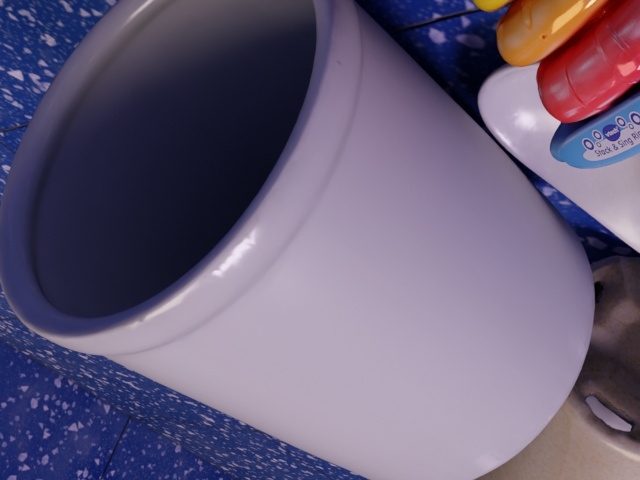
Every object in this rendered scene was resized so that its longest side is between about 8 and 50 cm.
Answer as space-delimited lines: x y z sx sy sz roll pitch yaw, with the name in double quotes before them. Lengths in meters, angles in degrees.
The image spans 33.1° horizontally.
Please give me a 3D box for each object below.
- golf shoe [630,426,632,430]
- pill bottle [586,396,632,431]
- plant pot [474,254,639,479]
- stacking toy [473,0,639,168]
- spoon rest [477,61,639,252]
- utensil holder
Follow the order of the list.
"golf shoe" 0.455 0.253 1.301 0.186 0.067 0.086 24 118 -11
"pill bottle" 0.335 0.362 1.489 0.224 0.224 0.392 20 157 6
"plant pot" 0.305 0.183 1.068 0.334 0.334 0.305 17 145 13
"stacking toy" 0.112 -0.199 0.607 0.302 0.166 0.175 41 158 -6
"spoon rest" 0.240 -0.055 0.847 0.276 0.084 0.137 32 155 -22
"utensil holder" 0.000 0.000 0.865 0.327 0.328 0.385 -1 153 44
